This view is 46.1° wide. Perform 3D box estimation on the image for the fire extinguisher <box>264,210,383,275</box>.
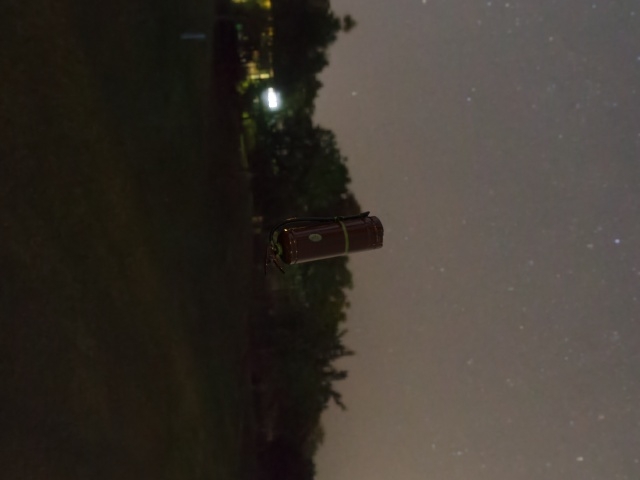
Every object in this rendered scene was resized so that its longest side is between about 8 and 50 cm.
[{"bbox_3d":[0.000,0.000,0.773,0.039,0.132,0.056,133,-56,-64],"label":"fire extinguisher"}]
